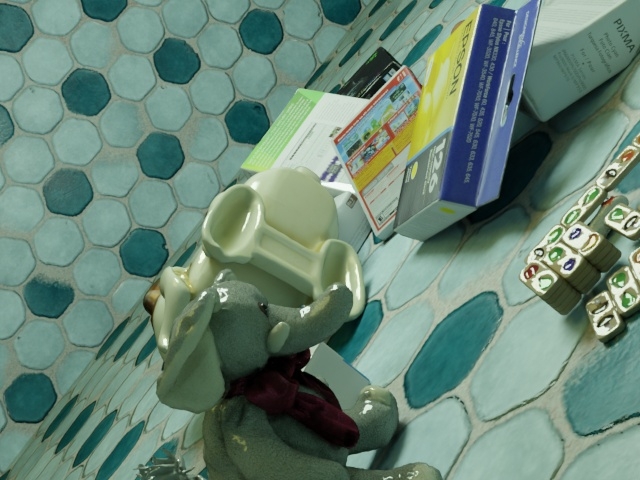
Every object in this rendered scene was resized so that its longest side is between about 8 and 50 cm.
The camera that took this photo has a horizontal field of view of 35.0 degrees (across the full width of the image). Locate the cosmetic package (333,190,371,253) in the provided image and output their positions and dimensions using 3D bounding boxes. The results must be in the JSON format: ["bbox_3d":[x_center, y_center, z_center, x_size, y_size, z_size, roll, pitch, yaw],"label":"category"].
[{"bbox_3d":[0.000,0.000,1.907,0.231,0.085,0.117,-22,31,59],"label":"cosmetic package"}]

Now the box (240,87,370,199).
[{"bbox_3d":[0.033,-0.180,1.969,0.322,0.058,0.232,16,60,33],"label":"box"}]

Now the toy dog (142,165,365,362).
[{"bbox_3d":[-0.155,0.075,1.737,0.408,0.284,0.395,-48,29,37],"label":"toy dog"}]

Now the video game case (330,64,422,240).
[{"bbox_3d":[0.131,-0.159,1.786,0.204,0.025,0.285,-44,41,20],"label":"video game case"}]

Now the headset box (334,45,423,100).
[{"bbox_3d":[0.106,-0.281,2.214,0.246,0.131,0.283,-46,14,12],"label":"headset box"}]

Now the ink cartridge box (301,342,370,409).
[{"bbox_3d":[-0.019,0.211,1.386,0.143,0.092,0.090,-31,24,56],"label":"ink cartridge box"}]

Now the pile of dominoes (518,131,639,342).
[{"bbox_3d":[0.312,-0.032,1.028,0.251,0.040,0.196,-49,24,5],"label":"pile of dominoes"}]

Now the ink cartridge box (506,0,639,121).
[{"bbox_3d":[0.428,-0.332,1.524,0.385,0.091,0.308,-32,15,3],"label":"ink cartridge box"}]

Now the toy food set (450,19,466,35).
[{"bbox_3d":[0.291,-0.396,2.067,0.128,0.071,0.218,-47,14,12],"label":"toy food set"}]

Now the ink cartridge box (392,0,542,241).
[{"bbox_3d":[0.200,-0.174,1.458,0.307,0.072,0.304,134,152,-74],"label":"ink cartridge box"}]

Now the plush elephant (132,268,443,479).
[{"bbox_3d":[-0.053,0.147,1.072,0.330,0.255,0.272,-6,14,0],"label":"plush elephant"}]

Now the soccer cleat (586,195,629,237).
[{"bbox_3d":[0.305,-0.015,1.106,0.083,0.029,0.036,-46,24,26],"label":"soccer cleat"}]
